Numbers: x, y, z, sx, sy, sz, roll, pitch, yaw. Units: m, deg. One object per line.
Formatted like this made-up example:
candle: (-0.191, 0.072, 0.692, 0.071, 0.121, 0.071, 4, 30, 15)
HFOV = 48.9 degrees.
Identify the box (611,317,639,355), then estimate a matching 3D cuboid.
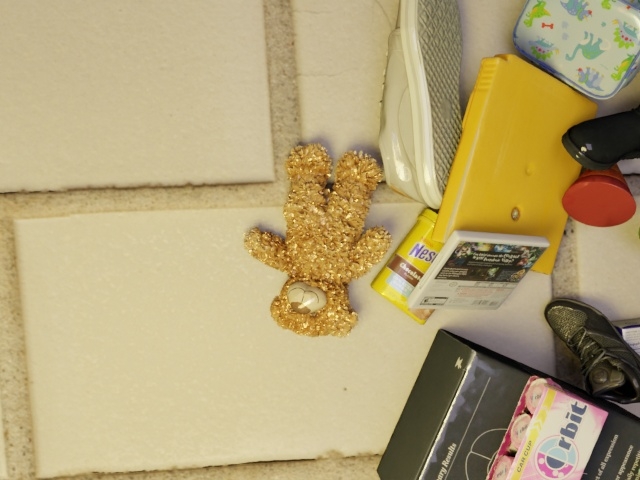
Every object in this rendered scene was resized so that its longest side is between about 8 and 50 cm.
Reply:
box: (0.599, 0.214, 1.290, 0.126, 0.072, 0.137, -6, 94, -5)

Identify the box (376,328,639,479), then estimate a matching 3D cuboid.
box: (0.342, 0.372, 1.201, 0.395, 0.212, 0.293, 24, 90, -7)

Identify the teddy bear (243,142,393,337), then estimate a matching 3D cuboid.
teddy bear: (0.000, 0.000, 1.200, 0.245, 0.113, 0.338, 27, 89, -4)

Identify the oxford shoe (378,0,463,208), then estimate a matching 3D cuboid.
oxford shoe: (0.160, -0.277, 1.194, 0.169, 0.130, 0.449, -4, 93, -48)

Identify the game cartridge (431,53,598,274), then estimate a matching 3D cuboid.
game cartridge: (0.337, -0.123, 1.199, 0.285, 0.052, 0.324, 16, 89, -36)

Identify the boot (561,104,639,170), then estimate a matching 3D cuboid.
boot: (0.536, -0.222, 1.162, 0.246, 0.207, 0.094, -11, 58, -36)

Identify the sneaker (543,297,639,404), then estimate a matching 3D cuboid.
sneaker: (0.473, 0.191, 1.217, 0.227, 0.130, 0.087, 50, 119, 22)

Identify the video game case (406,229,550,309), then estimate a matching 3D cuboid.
video game case: (0.260, 0.053, 1.166, 0.190, 0.022, 0.173, 4, 135, -26)

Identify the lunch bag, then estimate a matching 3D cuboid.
lunch bag: (0.442, -0.351, 1.176, 0.219, 0.176, 0.090, 40, 48, 22)

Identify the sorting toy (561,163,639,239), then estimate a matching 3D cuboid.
sorting toy: (0.610, -0.061, 1.236, 0.365, 0.127, 0.126, 21, 59, 0)

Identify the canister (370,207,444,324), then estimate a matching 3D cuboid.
canister: (0.183, 0.048, 1.239, 0.126, 0.073, 0.170, 37, 90, -8)

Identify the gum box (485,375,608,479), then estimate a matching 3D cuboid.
gum box: (0.341, 0.308, 1.060, 0.107, 0.062, 0.188, 23, 90, -7)

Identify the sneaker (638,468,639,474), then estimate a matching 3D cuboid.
sneaker: (0.472, 0.469, 1.077, 0.122, 0.110, 0.283, 34, 86, 10)
